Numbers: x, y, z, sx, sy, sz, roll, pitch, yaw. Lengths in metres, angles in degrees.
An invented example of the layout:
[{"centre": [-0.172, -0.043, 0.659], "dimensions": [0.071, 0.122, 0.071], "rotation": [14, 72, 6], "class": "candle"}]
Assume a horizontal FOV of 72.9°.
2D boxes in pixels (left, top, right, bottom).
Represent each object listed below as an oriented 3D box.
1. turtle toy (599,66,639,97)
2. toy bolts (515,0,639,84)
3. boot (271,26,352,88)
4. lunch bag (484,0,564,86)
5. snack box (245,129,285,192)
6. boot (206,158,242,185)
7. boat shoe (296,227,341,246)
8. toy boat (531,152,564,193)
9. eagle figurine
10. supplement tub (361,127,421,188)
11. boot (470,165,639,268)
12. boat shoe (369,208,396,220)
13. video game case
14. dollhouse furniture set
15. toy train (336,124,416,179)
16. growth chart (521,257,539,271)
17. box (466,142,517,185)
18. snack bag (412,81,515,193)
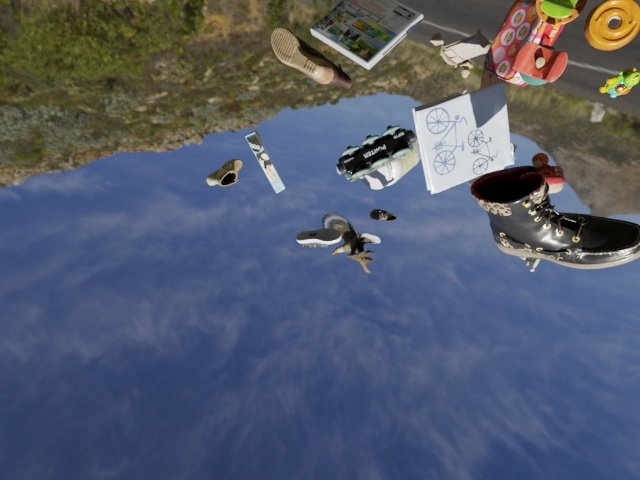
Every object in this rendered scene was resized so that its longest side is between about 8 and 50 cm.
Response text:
[{"centre": [1.000, -0.521, 1.431], "dimensions": [0.066, 0.095, 0.130], "rotation": [65, -176, 13], "class": "turtle toy"}, {"centre": [0.557, -0.453, 0.975], "dimensions": [0.218, 0.228, 0.158], "rotation": [33, -155, 13], "class": "toy bolts"}, {"centre": [-0.029, -0.583, 1.410], "dimensions": [0.248, 0.090, 0.207], "rotation": [48, -152, 19], "class": "boot"}, {"centre": [0.784, -0.756, 1.662], "dimensions": [0.120, 0.293, 0.258], "rotation": [9, -145, -21], "class": "lunch bag"}, {"centre": [-0.284, -0.415, 2.263], "dimensions": [0.060, 0.321, 0.187], "rotation": [-27, -162, 4], "class": "snack box"}, {"centre": [-0.448, -0.338, 2.162], "dimensions": [0.213, 0.077, 0.165], "rotation": [-40, -149, -26], "class": "boot"}, {"centre": [0.000, 0.000, 1.970], "dimensions": [0.229, 0.076, 0.080], "rotation": [-5, -130, 27], "class": "boat shoe"}, {"centre": [0.864, -0.269, 1.696], "dimensions": [0.151, 0.151, 0.231], "rotation": [-7, -158, 29], "class": "toy boat"}, {"centre": [0.145, -0.008, 2.120], "dimensions": [0.226, 0.226, 0.298], "rotation": [-6, -136, -11], "class": "eagle figurine"}, {"centre": [0.362, -0.432, 2.293], "dimensions": [0.236, 0.235, 0.325], "rotation": [33, -129, 22], "class": "supplement tub"}, {"centre": [0.592, -0.061, 1.110], "dimensions": [0.378, 0.138, 0.284], "rotation": [10, 155, 48], "class": "boot"}, {"centre": [0.304, -0.122, 2.085], "dimensions": [0.152, 0.056, 0.049], "rotation": [0, -169, -34], "class": "boat shoe"}, {"centre": [0.175, -0.840, 1.686], "dimensions": [0.329, 0.300, 0.036], "rotation": [43, 173, 25], "class": "video game case"}, {"centre": [0.702, -0.792, 1.916], "dimensions": [0.356, 0.173, 0.303], "rotation": [15, 173, -38], "class": "dollhouse furniture set"}, {"centre": [0.222, -0.346, 1.751], "dimensions": [0.142, 0.334, 0.190], "rotation": [65, -173, 3], "class": "toy train"}, {"centre": [0.788, -0.009, 1.667], "dimensions": [0.021, 0.171, 0.237], "rotation": [19, -159, -22], "class": "growth chart"}, {"centre": [0.770, -0.340, 1.978], "dimensions": [0.059, 0.232, 0.322], "rotation": [26, -165, 0], "class": "box"}, {"centre": [0.511, -0.365, 1.526], "dimensions": [0.343, 0.322, 0.037], "rotation": [-21, -154, -2], "class": "snack bag"}]
